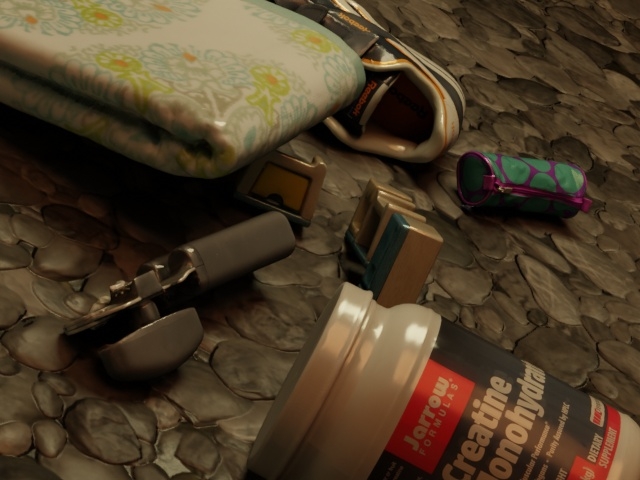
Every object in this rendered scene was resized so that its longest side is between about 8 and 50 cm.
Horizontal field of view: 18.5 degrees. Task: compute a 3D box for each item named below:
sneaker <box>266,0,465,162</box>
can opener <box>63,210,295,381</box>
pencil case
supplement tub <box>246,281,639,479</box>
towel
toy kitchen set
[{"bbox_3d":[0.014,-0.193,2.113,0.321,0.126,0.127,28,23,-6],"label":"sneaker"},{"bbox_3d":[-0.111,0.052,1.700,0.283,0.076,0.095,-23,90,-56],"label":"can opener"},{"bbox_3d":[0.220,-0.060,2.148,0.151,0.064,0.070,5,21,-36],"label":"pencil case"},{"bbox_3d":[0.099,0.169,1.550,0.272,0.191,0.191,28,29,-2],"label":"supplement tub"},{"bbox_3d":[-0.178,-0.180,1.898,0.374,0.090,0.320,23,28,16],"label":"towel"},{"bbox_3d":[0.000,0.000,1.846,0.166,0.122,0.207,22,10,-12],"label":"toy kitchen set"}]
